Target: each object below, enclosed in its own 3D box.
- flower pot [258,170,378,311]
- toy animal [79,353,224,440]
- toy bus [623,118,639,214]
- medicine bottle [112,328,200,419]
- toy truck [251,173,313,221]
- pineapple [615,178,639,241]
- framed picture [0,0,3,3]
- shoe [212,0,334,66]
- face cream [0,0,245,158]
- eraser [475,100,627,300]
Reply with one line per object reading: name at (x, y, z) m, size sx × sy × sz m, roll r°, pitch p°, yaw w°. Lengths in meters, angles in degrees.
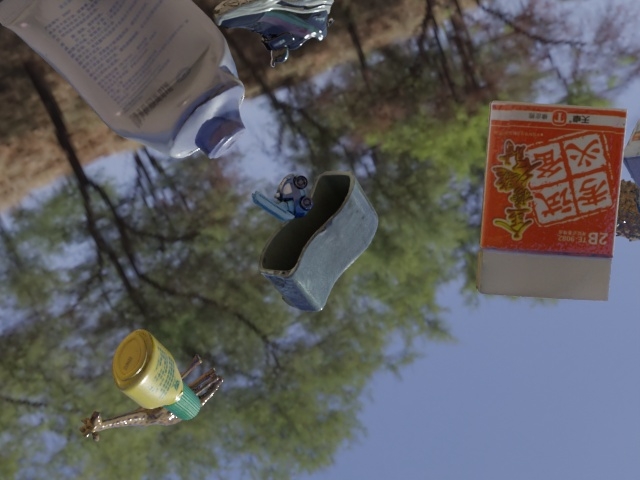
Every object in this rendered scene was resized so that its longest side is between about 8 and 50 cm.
flower pot at (0.000, 0.000, 1.769) m, size 0.103 × 0.108 × 0.229 m, roll 16°, pitch -120°, yaw 43°
toy animal at (-0.284, 0.283, 1.820) m, size 0.275 × 0.149 × 0.054 m, roll -24°, pitch -118°, yaw -26°
toy bus at (0.518, -0.040, 1.431) m, size 0.109 × 0.329 × 0.136 m, roll -2°, pitch -131°, yaw 40°
medicine bottle at (-0.241, 0.217, 1.609) m, size 0.064 × 0.260 × 0.095 m, roll 5°, pitch -113°, yaw 16°
toy truck at (-0.063, -0.067, 1.708) m, size 0.090 × 0.073 × 0.056 m, roll -14°, pitch 177°, yaw -18°
pineapple at (0.498, -0.071, 1.845) m, size 0.198 × 0.108 × 0.108 m, roll 23°, pitch -153°, yaw 1°
framed picture at (-0.540, -0.568, 1.954) m, size 0.339 × 0.255 × 0.014 m, roll -24°, pitch -148°, yaw -20°
shoe at (-0.058, -0.281, 1.410) m, size 0.169 × 0.099 × 0.071 m, roll -11°, pitch -155°, yaw -19°
face cream at (-0.274, -0.283, 1.568) m, size 0.235 × 0.420 × 0.137 m, roll -45°, pitch 169°, yaw 2°
eraser at (0.270, -0.045, 1.251) m, size 0.157 × 0.230 × 0.038 m, roll 3°, pitch -171°, yaw 2°
